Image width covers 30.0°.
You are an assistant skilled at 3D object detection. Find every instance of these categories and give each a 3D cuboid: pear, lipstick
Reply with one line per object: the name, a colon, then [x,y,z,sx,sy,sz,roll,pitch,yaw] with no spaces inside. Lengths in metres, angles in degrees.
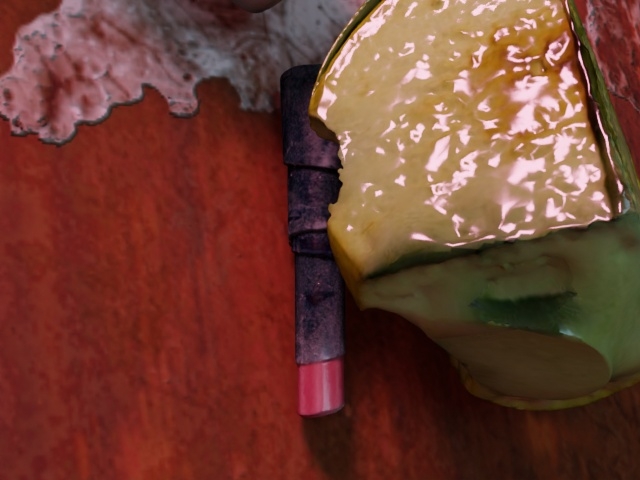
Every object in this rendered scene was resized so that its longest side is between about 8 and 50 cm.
pear: [0.124,-0.019,0.785,0.282,0.176,0.286,48,29,-50]
lipstick: [0.000,0.000,0.786,0.053,0.053,0.234,10,70,-30]

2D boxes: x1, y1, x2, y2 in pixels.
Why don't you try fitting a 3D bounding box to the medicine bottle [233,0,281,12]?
medicine bottle: [-0.079,-0.266,0.774,0.225,0.139,0.139,39,57,-15]
